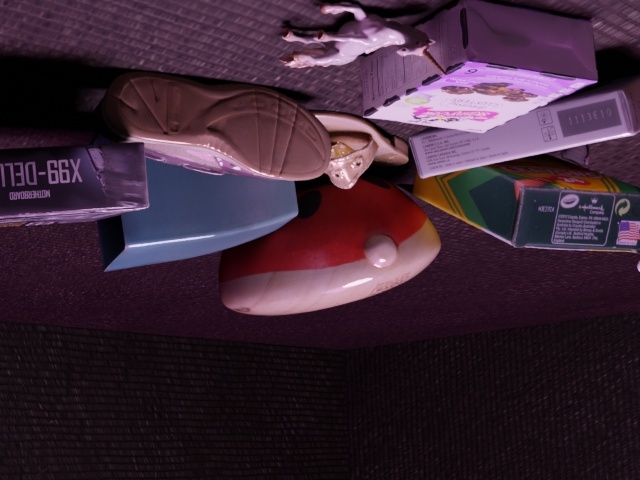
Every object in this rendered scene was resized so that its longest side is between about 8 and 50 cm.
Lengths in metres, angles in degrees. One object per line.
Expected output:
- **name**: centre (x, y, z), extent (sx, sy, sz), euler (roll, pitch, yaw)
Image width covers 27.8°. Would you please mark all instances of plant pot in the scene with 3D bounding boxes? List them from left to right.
- **plant pot**: centre (-0.158, -0.063, 1.645), extent (0.234, 0.165, 0.166), euler (-4, 170, -20)

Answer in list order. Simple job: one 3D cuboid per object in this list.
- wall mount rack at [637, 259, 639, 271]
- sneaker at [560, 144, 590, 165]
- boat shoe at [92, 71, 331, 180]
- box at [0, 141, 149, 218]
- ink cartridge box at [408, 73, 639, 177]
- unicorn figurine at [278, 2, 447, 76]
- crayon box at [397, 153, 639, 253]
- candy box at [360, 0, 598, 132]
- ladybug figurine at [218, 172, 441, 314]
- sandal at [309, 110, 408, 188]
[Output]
- **wall mount rack**: centre (0.550, -0.068, 1.637), extent (0.304, 0.130, 0.350), euler (-18, 175, 23)
- **sneaker**: centre (0.348, -0.126, 1.731), extent (0.040, 0.044, 0.109), euler (22, -170, 6)
- **boat shoe**: centre (-0.124, -0.127, 1.486), extent (0.285, 0.103, 0.092), euler (8, 170, -29)
- **box**: centre (-0.344, -0.056, 1.457), extent (0.242, 0.076, 0.307), euler (-4, 180, -20)
- **ink cartridge box**: centre (0.281, -0.150, 1.554), extent (0.275, 0.060, 0.239), euler (-10, -169, 35)
- **unicorn figurine**: centre (0.036, -0.198, 1.275), extent (0.111, 0.060, 0.162), euler (4, -177, -33)
- **crayon box**: centre (0.258, -0.066, 1.697), extent (0.202, 0.081, 0.318), euler (2, -166, -25)
- **candy box**: centre (0.160, -0.177, 1.344), extent (0.165, 0.070, 0.196), euler (4, 167, -29)
- **ladybug figurine**: centre (0.000, 0.000, 1.854), extent (0.305, 0.162, 0.449), euler (-19, -175, -24)
- **sandal**: centre (0.043, -0.104, 1.669), extent (0.088, 0.079, 0.240), euler (-10, 166, 34)
